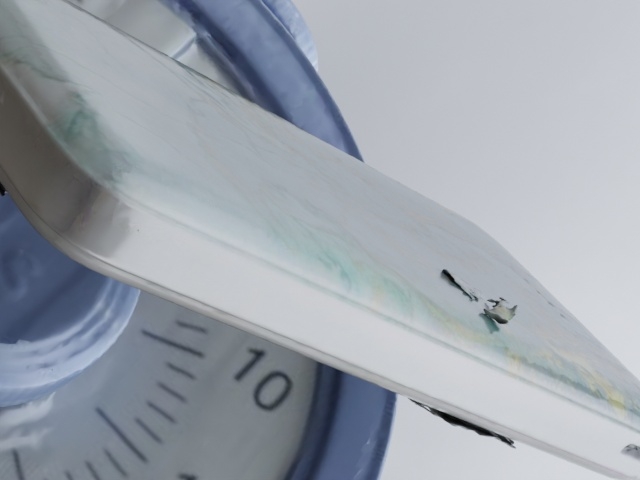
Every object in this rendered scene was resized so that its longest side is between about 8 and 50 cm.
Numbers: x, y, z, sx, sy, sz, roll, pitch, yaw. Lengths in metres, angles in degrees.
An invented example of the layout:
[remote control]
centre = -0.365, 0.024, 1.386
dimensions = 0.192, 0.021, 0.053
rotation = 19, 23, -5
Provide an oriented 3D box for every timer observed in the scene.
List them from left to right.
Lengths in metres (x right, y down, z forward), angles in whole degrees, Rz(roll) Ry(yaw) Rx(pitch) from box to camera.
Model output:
[timer]
centre = -0.139, 0.010, 0.643
dimensions = 0.173, 0.395, 0.395
rotation = -37, -148, 60

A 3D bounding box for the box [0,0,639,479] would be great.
[box]
centre = 0.000, 0.000, 0.524
dimensions = 0.044, 0.285, 0.142
rotation = -54, -134, 11
